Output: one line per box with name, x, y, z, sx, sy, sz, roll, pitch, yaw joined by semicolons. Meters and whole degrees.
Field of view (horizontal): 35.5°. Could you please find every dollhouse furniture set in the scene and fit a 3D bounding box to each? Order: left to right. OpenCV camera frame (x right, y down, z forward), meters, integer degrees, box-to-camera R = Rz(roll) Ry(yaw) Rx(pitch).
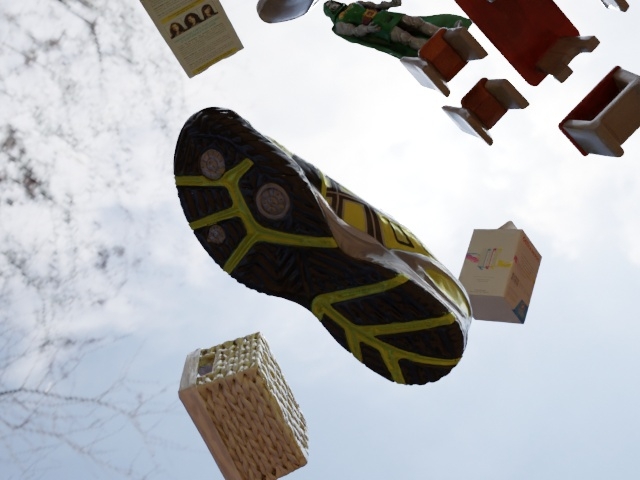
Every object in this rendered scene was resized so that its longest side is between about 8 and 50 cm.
dollhouse furniture set;0.252;-0.212;1.112;0.259;0.262;0.135;44;-178;-20

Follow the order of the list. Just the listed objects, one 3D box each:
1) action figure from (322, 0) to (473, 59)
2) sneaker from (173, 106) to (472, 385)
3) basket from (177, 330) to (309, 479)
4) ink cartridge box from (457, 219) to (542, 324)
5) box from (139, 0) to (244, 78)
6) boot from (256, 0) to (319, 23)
action figure;0.101;-0.330;1.535;0.232;0.063;0.137;20;-124;27
sneaker;0.000;0.000;1.091;0.385;0.145;0.147;43;-154;0
basket;-0.090;0.210;1.231;0.113;0.103;0.167;-91;-23;-69
ink cartridge box;0.288;0.048;1.603;0.092;0.090;0.143;47;-126;-43
box;-0.200;-0.342;1.444;0.060;0.101;0.244;60;180;29
boot;0.018;-0.484;1.739;0.236;0.269;0.089;-17;-96;-17
